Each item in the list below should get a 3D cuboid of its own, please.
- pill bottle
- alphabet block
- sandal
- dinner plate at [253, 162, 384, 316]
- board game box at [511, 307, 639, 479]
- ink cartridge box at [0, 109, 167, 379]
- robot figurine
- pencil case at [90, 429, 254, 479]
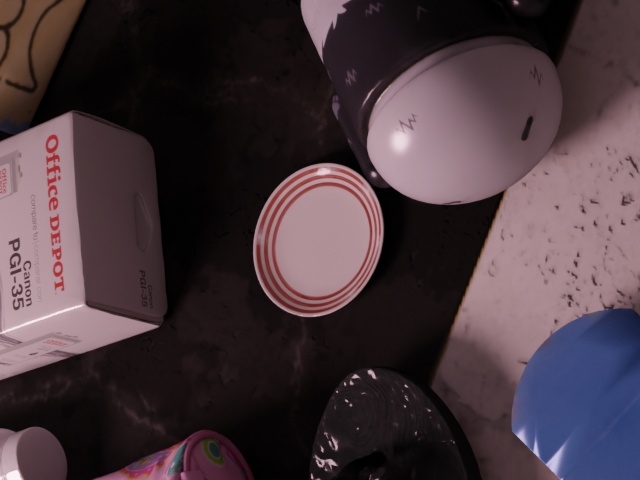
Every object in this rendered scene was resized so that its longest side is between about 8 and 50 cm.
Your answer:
[{"bbox_3d":[-0.334,0.239,1.456,0.169,0.094,0.094,-22,66,28],"label":"pill bottle"},{"bbox_3d":[-0.390,-0.248,1.564,0.193,0.192,0.197,27,93,35],"label":"alphabet block"},{"bbox_3d":[0.033,0.319,1.170,0.168,0.107,0.445,-1,78,35],"label":"sandal"},{"bbox_3d":[0.000,0.000,1.333,0.141,0.017,0.141,-10,72,34],"label":"dinner plate"},{"bbox_3d":[0.232,0.136,1.127,0.133,0.033,0.169,-50,61,8],"label":"board game box"},{"bbox_3d":[-0.304,0.014,1.479,0.283,0.117,0.207,-19,67,30],"label":"ink cartridge box"},{"bbox_3d":[0.090,-0.162,1.220,0.174,0.209,0.278,-22,62,-3],"label":"robot figurine"},{"bbox_3d":[-0.188,0.268,1.332,0.284,0.124,0.124,-24,65,27],"label":"pencil case"}]
